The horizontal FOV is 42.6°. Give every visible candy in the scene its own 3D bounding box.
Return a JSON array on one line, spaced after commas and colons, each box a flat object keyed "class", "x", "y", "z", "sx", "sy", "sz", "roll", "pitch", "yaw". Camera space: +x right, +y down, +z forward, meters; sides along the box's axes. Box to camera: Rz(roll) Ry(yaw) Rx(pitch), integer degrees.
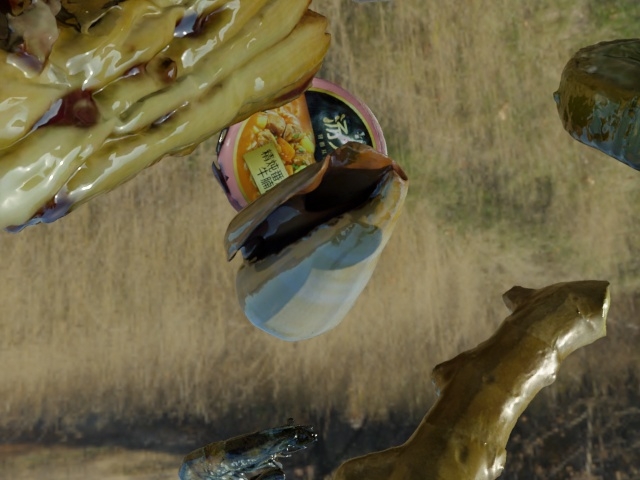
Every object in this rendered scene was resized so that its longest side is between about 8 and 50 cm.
[{"class": "candy", "x": 0.445, "y": -0.186, "z": 1.089, "sx": 0.260, "sy": 0.259, "sz": 0.117, "roll": -3, "pitch": 122, "yaw": -8}]

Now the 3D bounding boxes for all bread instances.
[{"class": "bread", "x": -0.174, "y": -0.150, "z": 0.520, "sx": 0.278, "sy": 0.166, "sz": 0.325, "roll": 21, "pitch": -143, "yaw": 34}]

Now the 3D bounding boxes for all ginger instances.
[{"class": "ginger", "x": 0.137, "y": 0.133, "z": 0.657, "sx": 0.299, "sy": 0.118, "sz": 0.065, "roll": -42, "pitch": 148, "yaw": -21}]

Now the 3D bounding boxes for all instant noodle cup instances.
[{"class": "instant noodle cup", "x": -0.032, "y": -0.121, "z": 1.256, "sx": 0.244, "sy": 0.243, "sz": 0.255, "roll": -4, "pitch": -176, "yaw": -3}]

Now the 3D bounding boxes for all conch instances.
[{"class": "conch", "x": 0.003, "y": -0.003, "z": 0.856, "sx": 0.255, "sy": 0.158, "sz": 0.127, "roll": -43, "pitch": -179, "yaw": 30}]

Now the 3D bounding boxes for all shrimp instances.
[{"class": "shrimp", "x": -0.072, "y": 0.236, "z": 0.883, "sx": 0.161, "sy": 0.034, "sz": 0.091, "roll": -22, "pitch": 128, "yaw": 12}]

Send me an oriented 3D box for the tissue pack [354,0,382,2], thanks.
[{"class": "tissue pack", "x": 0.035, "y": -0.406, "z": 0.921, "sx": 0.246, "sy": 0.159, "sz": 0.136, "roll": 40, "pitch": 174, "yaw": -26}]
